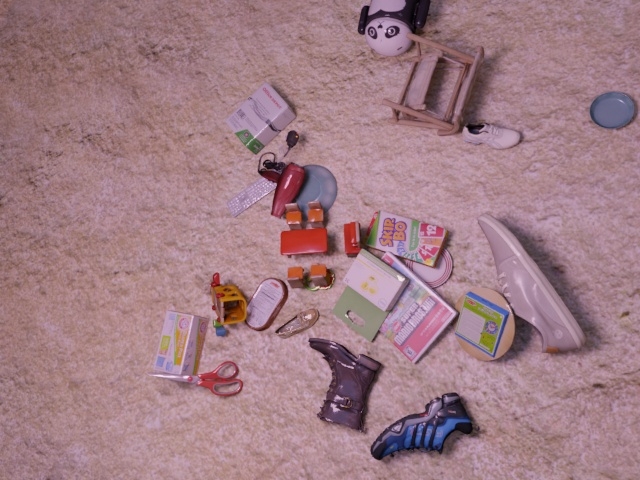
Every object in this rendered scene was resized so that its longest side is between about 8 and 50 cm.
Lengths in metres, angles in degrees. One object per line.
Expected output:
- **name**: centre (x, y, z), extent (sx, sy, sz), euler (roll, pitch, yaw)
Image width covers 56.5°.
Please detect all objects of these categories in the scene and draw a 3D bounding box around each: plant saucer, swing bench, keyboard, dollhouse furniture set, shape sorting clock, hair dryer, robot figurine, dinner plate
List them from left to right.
- **keyboard**: centre (-0.220, -0.179, 2.104), extent (0.256, 0.014, 0.072), euler (-34, 67, 9)
- **hair dryer**: centre (-0.131, -0.207, 2.023), extent (0.223, 0.080, 0.294), euler (-33, 48, 46)
- **plant saucer**: centre (-0.041, -0.169, 2.015), extent (0.194, 0.037, 0.195), euler (-3, 79, 16)
- **dollhouse furniture set**: centre (0.000, 0.000, 1.878), extent (0.259, 0.135, 0.262), euler (-5, 70, 8)
- **robot figurine**: centre (0.244, -0.759, 1.997), extent (0.173, 0.209, 0.278), euler (16, 79, -17)
- **dinner plate**: centre (0.332, 0.077, 1.826), extent (0.141, 0.017, 0.141), euler (-5, 75, 20)
- **swing bench**: centre (0.363, -0.487, 1.892), extent (0.254, 0.165, 0.253), euler (19, 82, 18)
- **shape sorting clock**: centre (0.460, 0.235, 1.683), extent (0.206, 0.040, 0.206), euler (6, 98, 52)
- **plant saucer**: centre (0.854, -0.378, 1.751), extent (0.119, 0.021, 0.119), euler (-6, 73, 19)

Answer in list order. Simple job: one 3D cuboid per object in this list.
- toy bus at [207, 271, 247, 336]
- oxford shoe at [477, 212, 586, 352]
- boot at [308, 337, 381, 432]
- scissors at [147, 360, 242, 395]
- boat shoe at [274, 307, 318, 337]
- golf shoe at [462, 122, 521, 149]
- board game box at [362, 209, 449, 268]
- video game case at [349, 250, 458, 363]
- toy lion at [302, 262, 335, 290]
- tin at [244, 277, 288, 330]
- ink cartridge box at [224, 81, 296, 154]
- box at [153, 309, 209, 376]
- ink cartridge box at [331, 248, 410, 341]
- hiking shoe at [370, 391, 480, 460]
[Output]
- **toy bus**: centre (-0.304, 0.198, 1.977), extent (0.104, 0.191, 0.202), euler (-5, 65, -19)
- **oxford shoe**: centre (0.554, 0.120, 1.656), extent (0.130, 0.169, 0.449), euler (-33, 72, 12)
- **boot**: centre (0.042, 0.432, 1.798), extent (0.263, 0.091, 0.229), euler (21, 83, 22)
- **scissors**: centre (-0.401, 0.457, 1.915), extent (0.297, 0.021, 0.109), euler (-5, 81, -13)
- **boat shoe**: centre (-0.077, 0.265, 1.911), extent (0.153, 0.048, 0.056), euler (-28, 68, 12)
- **golf shoe**: centre (0.522, -0.326, 1.827), extent (0.176, 0.086, 0.069), euler (7, 76, 20)
- **board game box**: centre (0.257, -0.009, 1.857), extent (0.259, 0.039, 0.124), euler (18, 81, 33)
- **video game case**: centre (0.244, 0.199, 1.799), extent (0.285, 0.025, 0.204), euler (44, 106, 25)
- **toy lion**: centre (-0.006, 0.126, 1.935), extent (0.100, 0.034, 0.096), euler (-46, 73, 4)
- **tin**: centre (-0.182, 0.211, 1.973), extent (0.106, 0.040, 0.190), euler (30, 88, 20)
- **ink cartridge box**: centre (-0.213, -0.437, 2.131), extent (0.208, 0.087, 0.153), euler (-41, 66, 7)
- **box**: centre (-0.467, 0.347, 2.005), extent (0.114, 0.103, 0.203), euler (6, 78, 22)
- **ink cartridge box**: centre (0.140, 0.168, 1.815), extent (0.171, 0.056, 0.235), euler (35, 100, 26)
- **hiking shoe**: centre (0.280, 0.548, 1.665), extent (0.304, 0.113, 0.132), euler (-34, 66, 9)
